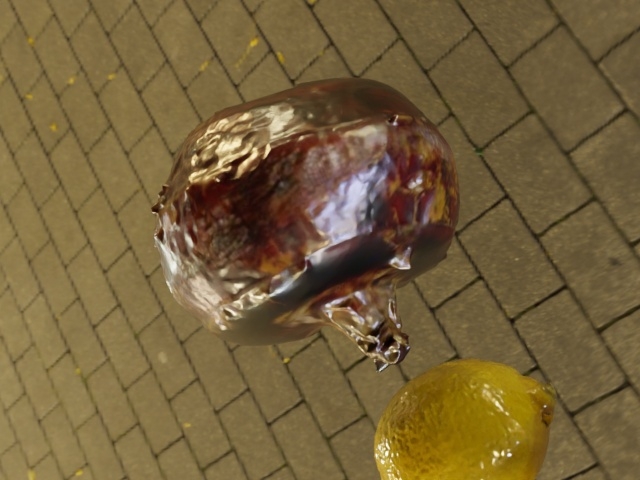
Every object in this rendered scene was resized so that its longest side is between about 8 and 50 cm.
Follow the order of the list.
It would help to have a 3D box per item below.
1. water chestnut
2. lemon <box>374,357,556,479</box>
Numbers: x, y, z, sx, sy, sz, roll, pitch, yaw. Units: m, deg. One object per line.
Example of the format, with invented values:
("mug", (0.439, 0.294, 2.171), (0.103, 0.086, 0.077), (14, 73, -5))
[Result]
("water chestnut", (0.000, 0.000, 0.853), (0.350, 0.351, 0.302), (-34, 72, 31))
("lemon", (0.174, 0.244, 0.987), (0.257, 0.188, 0.188), (-37, 70, 11))
